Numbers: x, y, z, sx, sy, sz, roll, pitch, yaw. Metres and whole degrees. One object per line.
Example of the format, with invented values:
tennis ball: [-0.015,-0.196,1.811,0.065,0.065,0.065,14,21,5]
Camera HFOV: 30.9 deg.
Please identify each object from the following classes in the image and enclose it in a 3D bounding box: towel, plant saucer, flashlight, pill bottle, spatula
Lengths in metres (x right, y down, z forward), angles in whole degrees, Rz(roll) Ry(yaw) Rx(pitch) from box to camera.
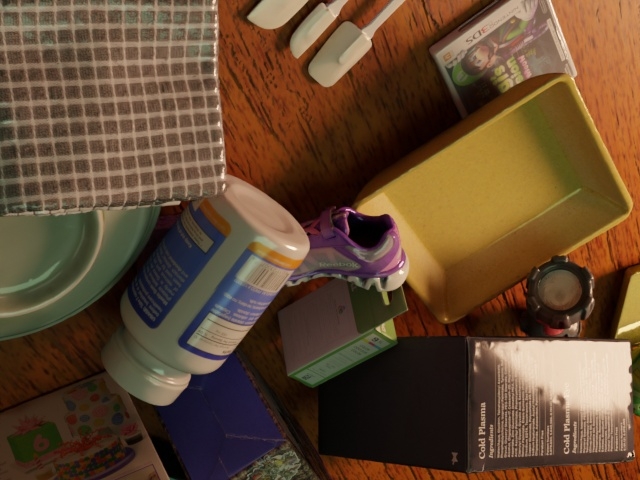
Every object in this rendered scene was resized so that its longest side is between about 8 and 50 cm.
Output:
towel: [-0.226,-0.145,1.172,0.284,0.121,0.235,-8,92,-30]
plant saucer: [-0.355,-0.026,1.277,0.400,0.100,0.400,-14,128,-18]
plant saucer: [0.585,0.094,2.021,0.188,0.045,0.188,-16,132,-21]
flashlight: [0.365,0.109,1.775,0.103,0.103,0.304,-33,160,1]
pill bottle: [-0.149,0.066,1.418,0.152,0.152,0.272,25,110,-42]
plant saucer: [0.237,-0.065,1.621,0.333,0.081,0.333,-32,136,9]
spatula: [0.046,-0.306,1.374,0.242,0.019,0.168,-46,130,8]

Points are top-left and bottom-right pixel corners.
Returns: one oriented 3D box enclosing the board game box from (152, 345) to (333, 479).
board game box: [-0.093,0.311,1.644,0.141,0.232,0.291,-34,136,-2]

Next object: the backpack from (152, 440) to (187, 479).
backpack: [-0.249,0.408,1.694,0.188,0.144,0.166,-47,141,15]

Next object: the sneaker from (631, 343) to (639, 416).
sneaker: [0.582,0.246,2.038,0.109,0.123,0.295,-1,149,-46]

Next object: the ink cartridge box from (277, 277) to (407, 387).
ink cartridge box: [0.042,0.107,1.598,0.209,0.109,0.062,-32,139,26]

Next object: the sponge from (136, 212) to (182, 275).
sponge: [-0.181,0.053,1.518,0.117,0.031,0.210,-14,130,-24]

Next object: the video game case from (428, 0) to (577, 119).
video game case: [0.248,-0.238,1.551,0.173,0.022,0.190,-36,136,-1]

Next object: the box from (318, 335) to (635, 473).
box: [0.217,0.227,1.670,0.313,0.343,0.179,3,83,-35]

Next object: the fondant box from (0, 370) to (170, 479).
fondant box: [-0.310,0.338,1.459,0.238,0.330,0.096,-21,136,-16]

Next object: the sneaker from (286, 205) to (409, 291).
sneaker: [0.000,0.000,1.495,0.236,0.095,0.104,2,141,-1]
